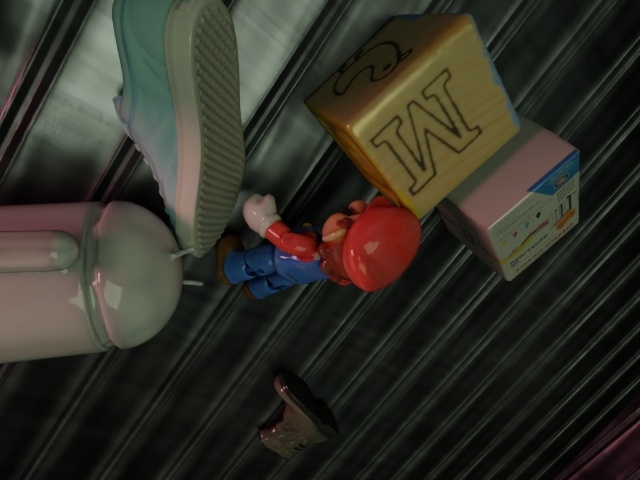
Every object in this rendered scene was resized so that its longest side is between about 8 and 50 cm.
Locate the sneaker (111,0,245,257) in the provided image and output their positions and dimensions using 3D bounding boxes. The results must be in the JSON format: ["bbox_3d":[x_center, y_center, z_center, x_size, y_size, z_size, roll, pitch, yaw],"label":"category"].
[{"bbox_3d":[-0.197,-0.144,0.574,0.150,0.135,0.366,21,126,13],"label":"sneaker"}]

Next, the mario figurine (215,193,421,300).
[{"bbox_3d":[0.000,0.000,0.648,0.320,0.198,0.170,-12,89,30],"label":"mario figurine"}]

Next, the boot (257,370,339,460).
[{"bbox_3d":[-0.075,0.406,0.926,0.161,0.083,0.246,-30,122,4],"label":"boot"}]

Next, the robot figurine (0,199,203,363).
[{"bbox_3d":[-0.341,0.051,0.548,0.353,0.300,0.199,-4,76,-12],"label":"robot figurine"}]

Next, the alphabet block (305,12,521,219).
[{"bbox_3d":[0.129,-0.183,0.613,0.197,0.192,0.193,-43,121,4],"label":"alphabet block"}]

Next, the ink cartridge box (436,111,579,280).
[{"bbox_3d":[0.312,-0.073,0.717,0.171,0.168,0.233,-42,142,6],"label":"ink cartridge box"}]
